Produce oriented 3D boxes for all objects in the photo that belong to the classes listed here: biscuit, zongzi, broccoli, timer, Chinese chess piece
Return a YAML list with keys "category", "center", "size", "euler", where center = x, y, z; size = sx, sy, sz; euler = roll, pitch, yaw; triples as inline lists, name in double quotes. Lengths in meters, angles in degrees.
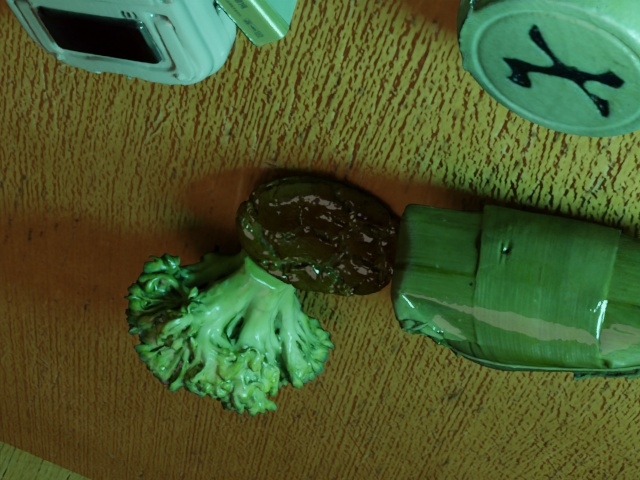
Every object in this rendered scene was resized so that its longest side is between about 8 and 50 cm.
- category: "biscuit"
  center: [0.000, 0.000, 2.292]
  size: [0.226, 0.042, 0.226]
  euler: [11, 141, 9]
- category: "zongzi"
  center: [0.327, 0.094, 2.140]
  size: [0.447, 0.181, 0.418]
  euler: [11, 166, 17]
- category: "broccoli"
  center: [-0.104, 0.103, 2.446]
  size: [0.248, 0.288, 0.245]
  euler: [58, 139, 14]
- category: "timer"
  center: [-0.230, -0.263, 1.980]
  size: [0.262, 0.087, 0.237]
  euler: [11, 152, 24]
- category: "Chinese chess piece"
  center: [0.238, -0.195, 1.731]
  size: [0.237, 0.092, 0.238]
  euler: [19, 154, 10]

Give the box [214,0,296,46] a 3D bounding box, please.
- category: "box"
  center: [-0.097, -0.331, 1.616]
  size: [0.045, 0.211, 0.270]
  euler: [-11, 141, 34]
